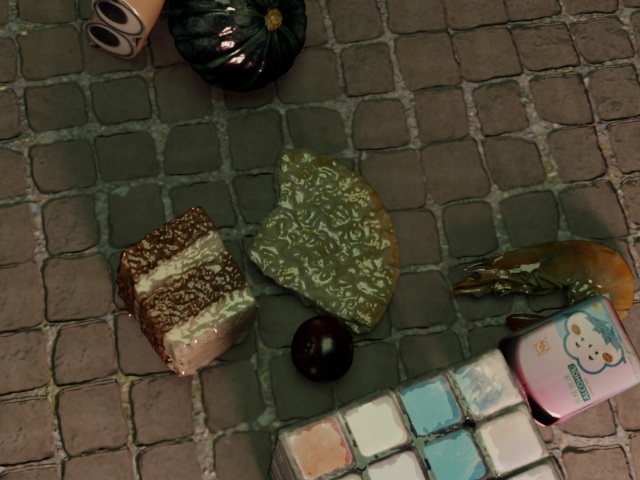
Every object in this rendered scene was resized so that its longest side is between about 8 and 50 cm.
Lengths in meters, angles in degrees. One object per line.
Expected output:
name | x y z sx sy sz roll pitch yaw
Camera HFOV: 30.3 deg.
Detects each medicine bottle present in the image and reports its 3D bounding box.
medicine bottle | 0.271 0.154 1.396 0.188 0.094 0.119 -25 83 -7

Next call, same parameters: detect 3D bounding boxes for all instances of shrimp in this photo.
shrimp | 0.281 0.068 1.473 0.235 0.053 0.133 -4 90 -10

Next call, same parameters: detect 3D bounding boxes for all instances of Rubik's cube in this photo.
Rubik's cube | 0.106 0.296 1.249 0.258 0.253 0.256 -22 72 -11

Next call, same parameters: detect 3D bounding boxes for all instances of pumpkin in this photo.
pumpkin | -0.103 -0.287 1.511 0.150 0.194 0.194 33 68 30

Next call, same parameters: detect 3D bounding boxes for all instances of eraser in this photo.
eraser | -0.207 -0.390 1.551 0.087 0.171 0.291 30 68 -12

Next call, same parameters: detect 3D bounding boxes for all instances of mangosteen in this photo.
mangosteen | 0.006 0.131 1.403 0.080 0.081 0.081 2 68 -4

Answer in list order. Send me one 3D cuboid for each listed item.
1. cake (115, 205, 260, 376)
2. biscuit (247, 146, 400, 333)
cake | -0.153 0.064 1.384 0.134 0.135 0.147 -35 74 -19
biscuit | 0.000 0.000 1.474 0.188 0.040 0.266 -16 69 -11
